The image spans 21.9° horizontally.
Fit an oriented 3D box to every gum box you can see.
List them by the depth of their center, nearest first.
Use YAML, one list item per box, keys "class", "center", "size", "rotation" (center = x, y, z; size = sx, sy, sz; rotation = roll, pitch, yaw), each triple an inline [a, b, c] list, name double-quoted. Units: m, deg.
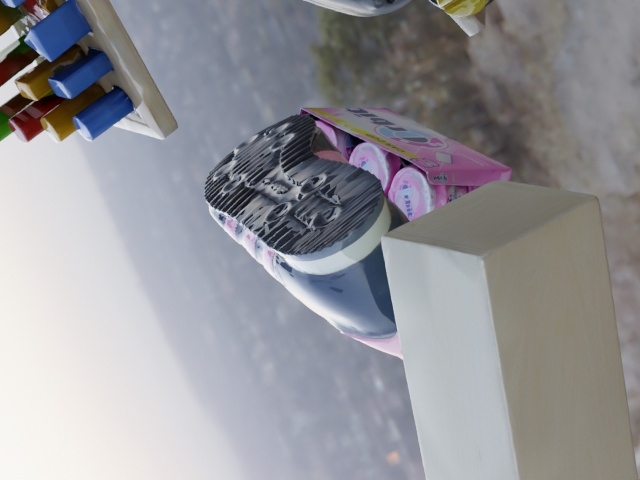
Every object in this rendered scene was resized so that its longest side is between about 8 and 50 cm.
- class: "gum box"
  center: [0.073, -0.064, 1.497]
  size: [0.188, 0.107, 0.062]
  rotation: [30, 115, 44]

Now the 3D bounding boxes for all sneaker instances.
- class: "sneaker"
  center: [0.000, 0.000, 1.223]
  size: [0.131, 0.112, 0.319]
  rotation: [55, 179, -22]

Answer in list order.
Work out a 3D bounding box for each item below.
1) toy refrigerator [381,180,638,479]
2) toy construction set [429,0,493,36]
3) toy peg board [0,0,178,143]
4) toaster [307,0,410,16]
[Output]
- class: "toy refrigerator"
  center: [0.119, 0.108, 1.003]
  size: [0.094, 0.102, 0.269]
  rotation: [12, 121, 49]
- class: "toy construction set"
  center: [0.159, -0.260, 1.195]
  size: [0.309, 0.237, 0.257]
  rotation: [15, -133, -51]
- class: "toy peg board"
  center: [-0.197, -0.128, 1.103]
  size: [0.160, 0.079, 0.161]
  rotation: [19, 144, 54]
- class: "toaster"
  center: [-0.030, -0.194, 0.797]
  size: [0.227, 0.129, 0.146]
  rotation: [21, -174, -31]
